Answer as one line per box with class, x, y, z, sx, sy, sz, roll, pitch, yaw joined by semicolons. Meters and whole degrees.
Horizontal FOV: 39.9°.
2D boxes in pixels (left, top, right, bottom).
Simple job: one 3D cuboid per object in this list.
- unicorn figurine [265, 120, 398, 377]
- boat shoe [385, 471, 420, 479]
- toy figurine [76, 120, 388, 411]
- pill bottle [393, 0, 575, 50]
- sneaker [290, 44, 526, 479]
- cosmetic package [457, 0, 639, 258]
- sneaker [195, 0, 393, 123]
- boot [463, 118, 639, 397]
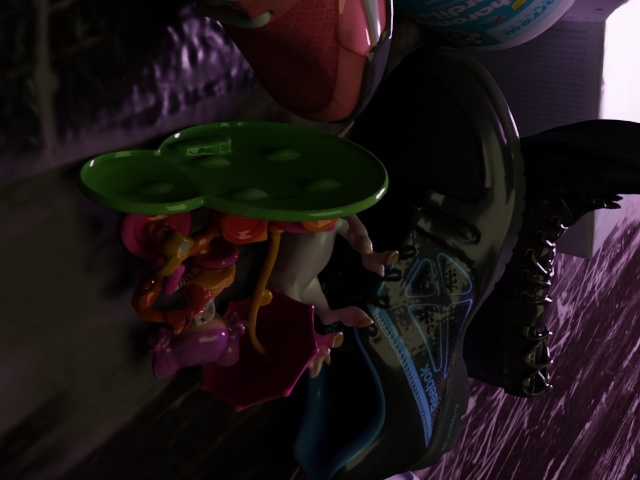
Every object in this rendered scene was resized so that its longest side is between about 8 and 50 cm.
unicorn figurine;0.000;0.000;0.585;0.060;0.111;0.162;25;99;-52
boat shoe;0.029;0.227;0.744;0.184;0.066;0.063;-14;115;-44
toy figurine;-0.054;0.029;0.509;0.173;0.130;0.159;-10;122;-32
pill bottle;0.094;-0.213;0.589;0.264;0.146;0.146;5;97;-57
sneaker;0.060;0.026;0.653;0.139;0.125;0.341;-6;104;-51
cosmetic package;0.240;-0.140;0.849;0.224;0.138;0.224;-39;131;-44
sneaker;-0.072;-0.167;0.415;0.136;0.116;0.314;-46;131;-23
boot;0.177;0.019;0.716;0.091;0.263;0.229;-15;108;-43
